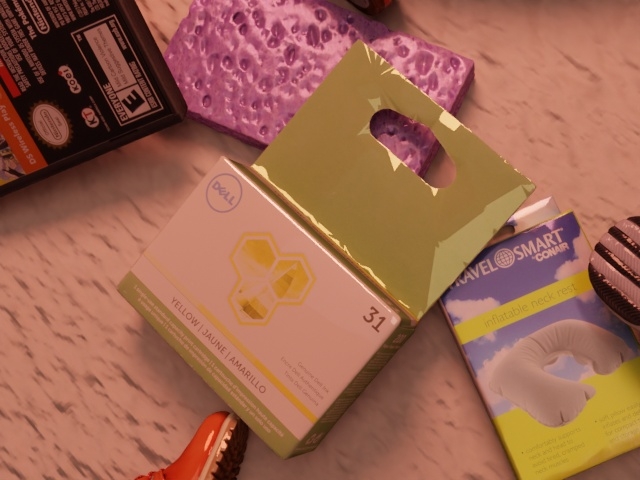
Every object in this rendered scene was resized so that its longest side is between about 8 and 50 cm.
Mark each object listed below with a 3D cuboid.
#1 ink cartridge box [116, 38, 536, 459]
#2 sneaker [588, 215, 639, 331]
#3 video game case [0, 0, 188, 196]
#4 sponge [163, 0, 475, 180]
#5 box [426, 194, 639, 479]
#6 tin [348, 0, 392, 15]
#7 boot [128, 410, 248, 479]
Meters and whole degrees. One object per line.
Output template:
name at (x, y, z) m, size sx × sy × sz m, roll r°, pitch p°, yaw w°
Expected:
ink cartridge box at (0.000, 0.000, 0.738) m, size 0.171 × 0.056 × 0.235 m, roll 43°, pitch 100°, yaw 19°
sneaker at (0.265, 0.070, 0.677) m, size 0.083 × 0.098 × 0.224 m, roll -47°, pitch 64°, yaw 14°
video game case at (-0.260, -0.157, 0.749) m, size 0.248 × 0.035 × 0.275 m, roll -21°, pitch 114°, yaw 10°
sponge at (-0.008, -0.114, 0.807) m, size 0.210 × 0.031 × 0.117 m, roll 24°, pitch 82°, yaw 12°
box at (0.146, 0.064, 0.740) m, size 0.109 × 0.042 × 0.178 m, roll -24°, pitch 76°, yaw 1°
tin at (-0.013, -0.235, 0.798) m, size 0.040 × 0.106 × 0.190 m, roll -43°, pitch 75°, yaw -3°
boot at (-0.110, 0.170, 0.740) m, size 0.084 × 0.059 × 0.158 m, roll 29°, pitch 83°, yaw 18°
